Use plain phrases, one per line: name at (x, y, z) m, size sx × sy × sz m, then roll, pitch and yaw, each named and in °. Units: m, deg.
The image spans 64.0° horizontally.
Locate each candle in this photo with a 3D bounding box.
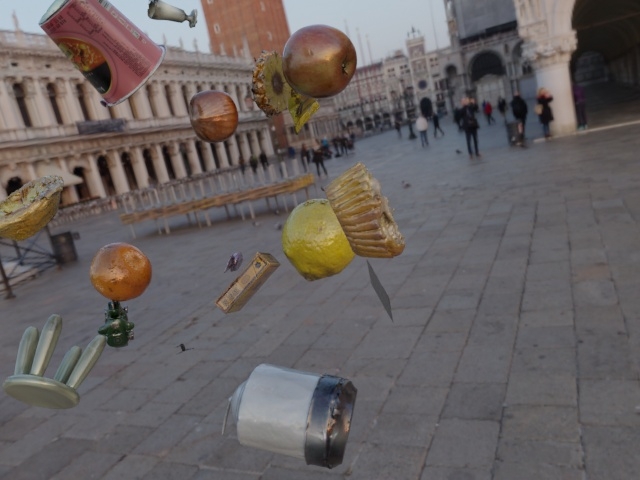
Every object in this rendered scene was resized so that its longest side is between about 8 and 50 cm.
candle at (-0.085, 0.427, 1.286) m, size 0.342 × 0.221 × 0.221 m, roll 9°, pitch 17°, yaw 13°

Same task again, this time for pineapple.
pineapple at (-0.141, -0.476, 1.558) m, size 0.047 × 0.221 × 0.221 m, roll 6°, pitch 18°, yaw 24°

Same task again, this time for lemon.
lemon at (0.000, 0.000, 2.278) m, size 0.350 × 0.387 × 0.350 m, roll 8°, pitch -25°, yaw 4°

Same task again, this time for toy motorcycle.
toy motorcycle at (-0.762, 0.329, 1.926) m, size 0.125 × 0.187 × 0.274 m, roll -7°, pitch -29°, yaw -18°

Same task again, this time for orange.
orange at (-0.716, 0.116, 1.841) m, size 0.170 × 0.224 × 0.224 m, roll -35°, pitch 3°, yaw 22°

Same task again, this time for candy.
candy at (-0.094, -0.566, 1.935) m, size 0.081 × 0.297 × 0.187 m, roll 19°, pitch 60°, yaw 30°

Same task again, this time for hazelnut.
hazelnut at (-0.313, -0.354, 1.470) m, size 0.150 × 0.150 × 0.150 m, roll -12°, pitch 11°, yaw 3°

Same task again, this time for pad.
pad at (0.234, 0.197, 2.024) m, size 0.003 × 0.158 × 0.235 m, roll -20°, pitch 41°, yaw -5°

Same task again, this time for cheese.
cheese at (-0.407, 0.102, 2.415) m, size 0.042 × 0.105 × 0.191 m, roll 23°, pitch 3°, yaw 6°

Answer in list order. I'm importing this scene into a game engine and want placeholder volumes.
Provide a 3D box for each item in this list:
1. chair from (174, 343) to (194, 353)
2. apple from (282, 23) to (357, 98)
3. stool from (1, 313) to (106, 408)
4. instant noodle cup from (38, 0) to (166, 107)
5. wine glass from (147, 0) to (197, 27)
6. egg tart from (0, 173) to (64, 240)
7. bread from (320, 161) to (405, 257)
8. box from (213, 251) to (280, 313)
chair at (-0.638, 0.501, 2.392) m, size 0.086 × 0.042 × 0.037 m, roll -13°, pitch -2°, yaw -43°
apple at (0.000, -0.466, 1.341) m, size 0.174 × 0.188 × 0.188 m, roll 19°, pitch 27°, yaw 29°
stool at (-0.741, 0.342, 1.419) m, size 0.195 × 0.195 × 0.198 m, roll -25°, pitch 44°, yaw 32°
instant noodle cup at (-0.581, -0.527, 1.354) m, size 0.244 × 0.255 × 0.244 m, roll -23°, pitch 45°, yaw 25°
wine glass at (-0.505, -0.776, 1.749) m, size 0.155 × 0.072 × 0.072 m, roll -1°, pitch 2°, yaw -37°
egg tart at (-0.728, -0.073, 1.272) m, size 0.252 × 0.098 × 0.232 m, roll -4°, pitch 40°, yaw 34°
bread at (0.118, -0.065, 1.347) m, size 0.149 × 0.274 × 0.274 m, roll -27°, pitch 10°, yaw 7°
box at (-0.325, 0.190, 2.306) m, size 0.301 × 0.084 × 0.193 m, roll -48°, pitch -9°, yaw 4°
